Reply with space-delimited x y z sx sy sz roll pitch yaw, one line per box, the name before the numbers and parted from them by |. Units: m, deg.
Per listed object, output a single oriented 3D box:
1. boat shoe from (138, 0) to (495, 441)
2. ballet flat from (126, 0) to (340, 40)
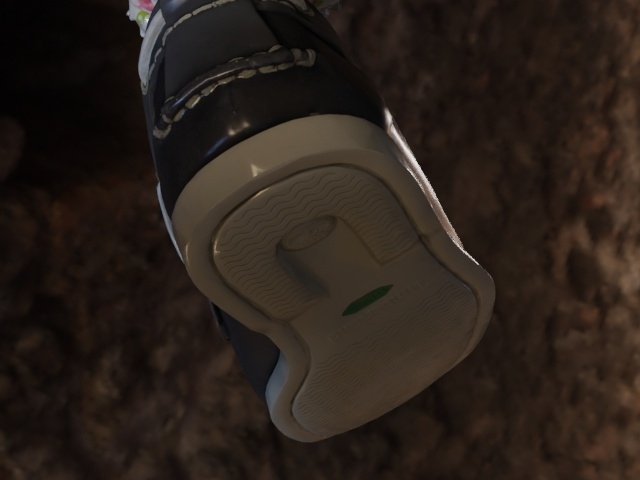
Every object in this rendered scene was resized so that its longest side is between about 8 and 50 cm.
boat shoe | 0.000 0.000 0.479 0.084 0.079 0.233 -28 -26 -2
ballet flat | 0.010 -0.136 0.394 0.091 0.077 0.241 0 -54 -34
